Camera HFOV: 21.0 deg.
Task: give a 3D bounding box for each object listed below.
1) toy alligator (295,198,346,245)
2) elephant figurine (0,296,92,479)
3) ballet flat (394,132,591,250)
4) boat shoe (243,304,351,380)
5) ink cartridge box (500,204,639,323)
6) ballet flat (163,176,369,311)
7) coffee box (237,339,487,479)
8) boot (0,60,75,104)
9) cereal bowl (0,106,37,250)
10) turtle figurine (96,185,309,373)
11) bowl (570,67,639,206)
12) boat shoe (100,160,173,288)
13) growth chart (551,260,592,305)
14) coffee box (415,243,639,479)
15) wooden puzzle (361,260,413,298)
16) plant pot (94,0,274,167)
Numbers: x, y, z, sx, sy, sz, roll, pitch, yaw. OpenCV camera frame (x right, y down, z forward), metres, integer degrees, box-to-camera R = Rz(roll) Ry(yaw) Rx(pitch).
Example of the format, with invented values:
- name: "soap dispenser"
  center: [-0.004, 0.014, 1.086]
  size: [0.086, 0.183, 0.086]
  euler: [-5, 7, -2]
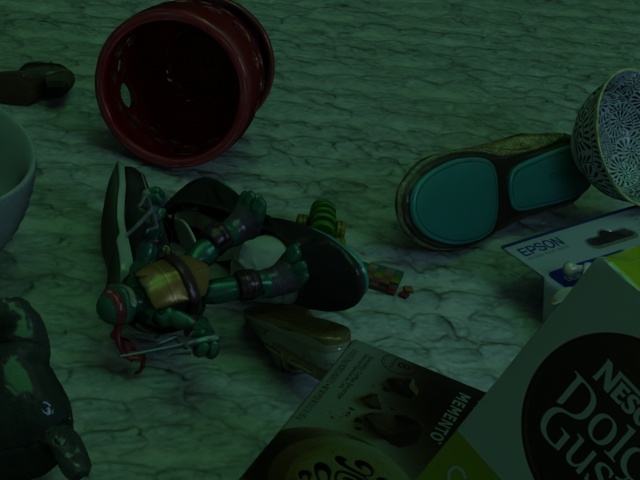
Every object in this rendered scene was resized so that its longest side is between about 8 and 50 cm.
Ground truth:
- name: "toy alligator"
  center: [0.000, 0.000, 1.901]
  size: [0.056, 0.051, 0.190]
  euler: [11, 28, -4]
- name: "elephant figurine"
  center: [-0.335, 0.149, 1.410]
  size: [0.239, 0.186, 0.169]
  euler: [-11, 78, -21]
- name: "ballet flat"
  center: [0.184, -0.063, 2.055]
  size: [0.348, 0.123, 0.123]
  euler: [-15, 39, -42]
- name: "boat shoe"
  center: [-0.027, 0.102, 1.697]
  size: [0.063, 0.059, 0.170]
  euler: [-7, 13, -26]
- name: "ink cartridge box"
  center: [0.402, 0.074, 1.932]
  size: [0.303, 0.072, 0.307]
  euler: [-15, 37, -40]
- name: "ballet flat"
  center: [-0.073, 0.016, 1.812]
  size: [0.096, 0.095, 0.280]
  euler: [-23, 34, -34]
- name: "coffee box"
  center: [0.038, 0.220, 1.440]
  size: [0.168, 0.119, 0.297]
  euler: [21, 29, 14]
- name: "boot"
  center: [-0.362, -0.199, 2.129]
  size: [0.118, 0.042, 0.087]
  euler: [7, 22, -15]
- name: "cereal bowl"
  center: [-0.455, -0.045, 1.688]
  size: [0.339, 0.141, 0.339]
  euler: [11, 28, -6]
- name: "turtle figurine"
  center: [-0.134, 0.035, 1.654]
  size: [0.234, 0.118, 0.175]
  euler: [-21, 83, -38]
- name: "bowl"
  center: [0.354, -0.118, 2.077]
  size: [0.080, 0.170, 0.170]
  euler: [-10, 6, 45]
- name: "boat shoe"
  center: [-0.188, -0.002, 1.800]
  size: [0.068, 0.081, 0.228]
  euler: [8, 35, -15]
- name: "growth chart"
  center: [0.322, 0.108, 1.775]
  size: [0.172, 0.021, 0.237]
  euler: [-5, 47, 11]
- name: "coffee box"
  center: [0.293, 0.210, 1.221]
  size: [0.337, 0.334, 0.338]
  euler: [47, 31, 20]
- name: "wooden puzzle"
  center: [0.064, 0.040, 1.904]
  size: [0.083, 0.006, 0.049]
  euler: [17, 28, 7]
- name: "plant pot"
  center: [-0.156, -0.199, 2.062]
  size: [0.191, 0.191, 0.174]
  euler: [16, 21, 6]
